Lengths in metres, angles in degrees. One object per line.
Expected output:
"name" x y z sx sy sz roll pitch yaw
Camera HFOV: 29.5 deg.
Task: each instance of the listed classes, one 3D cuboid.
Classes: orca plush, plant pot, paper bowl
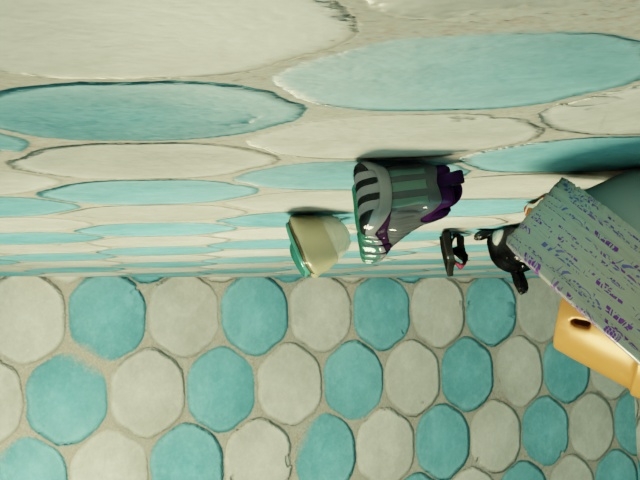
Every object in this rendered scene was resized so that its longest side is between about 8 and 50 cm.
"orca plush" 0.323 0.030 1.823 0.151 0.102 0.287 0 176 -19
"plant pot" 0.514 0.111 2.040 0.204 0.290 0.291 15 -179 16
"paper bowl" 0.327 0.042 1.158 0.284 0.148 0.284 40 -173 -6

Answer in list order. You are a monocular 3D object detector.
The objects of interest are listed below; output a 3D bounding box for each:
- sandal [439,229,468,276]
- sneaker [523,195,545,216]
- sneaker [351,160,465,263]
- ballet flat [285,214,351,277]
"sandal" 0.211 0.017 1.900 0.040 0.067 0.179 -13 173 3
"sneaker" 0.273 -0.016 1.429 0.064 0.067 0.175 -4 177 8
"sneaker" 0.081 -0.026 1.130 0.098 0.083 0.223 -6 175 0
"ballet flat" 0.000 0.000 1.574 0.086 0.086 0.248 -1 177 -2
